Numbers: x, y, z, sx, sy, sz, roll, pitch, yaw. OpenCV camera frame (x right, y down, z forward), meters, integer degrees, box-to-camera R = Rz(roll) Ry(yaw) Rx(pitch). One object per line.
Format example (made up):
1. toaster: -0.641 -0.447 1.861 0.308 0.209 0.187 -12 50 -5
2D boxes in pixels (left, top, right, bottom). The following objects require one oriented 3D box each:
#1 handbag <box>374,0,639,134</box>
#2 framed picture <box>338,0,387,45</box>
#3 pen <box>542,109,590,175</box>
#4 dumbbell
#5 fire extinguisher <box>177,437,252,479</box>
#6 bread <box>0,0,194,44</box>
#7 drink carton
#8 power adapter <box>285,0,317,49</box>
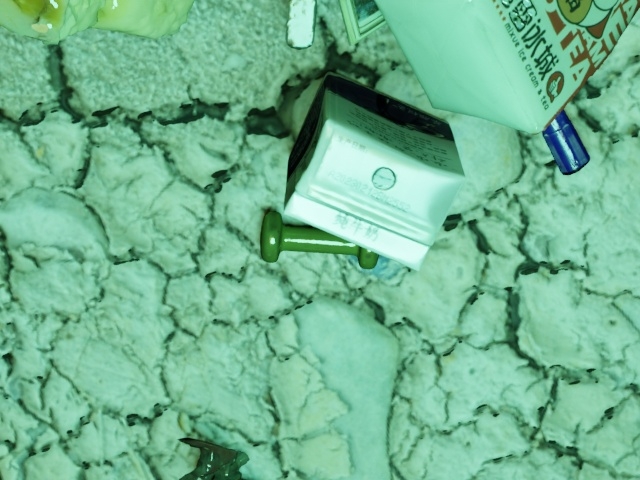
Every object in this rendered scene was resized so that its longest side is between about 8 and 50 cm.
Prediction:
1. handbag: 0.199 -0.253 1.500 0.298 0.151 0.171 -47 127 -20
2. framed picture: 0.077 -0.273 1.492 0.183 0.011 0.142 -35 126 -28
3. pen: 0.183 -0.184 1.604 0.033 0.033 0.269 -28 103 8
4. dumbbell: 0.000 0.000 1.646 0.118 0.052 0.046 4 129 -1
5. fire extinguisher: -0.086 0.301 1.703 0.075 0.106 0.252 -5 107 22
6. bread: -0.260 -0.390 1.382 0.390 0.279 0.371 25 109 11
7. drink carton: 0.047 -0.067 1.537 0.134 0.222 0.102 25 104 -7
8. power adapter: -0.010 -0.276 1.528 0.125 0.130 0.205 5 107 -2
